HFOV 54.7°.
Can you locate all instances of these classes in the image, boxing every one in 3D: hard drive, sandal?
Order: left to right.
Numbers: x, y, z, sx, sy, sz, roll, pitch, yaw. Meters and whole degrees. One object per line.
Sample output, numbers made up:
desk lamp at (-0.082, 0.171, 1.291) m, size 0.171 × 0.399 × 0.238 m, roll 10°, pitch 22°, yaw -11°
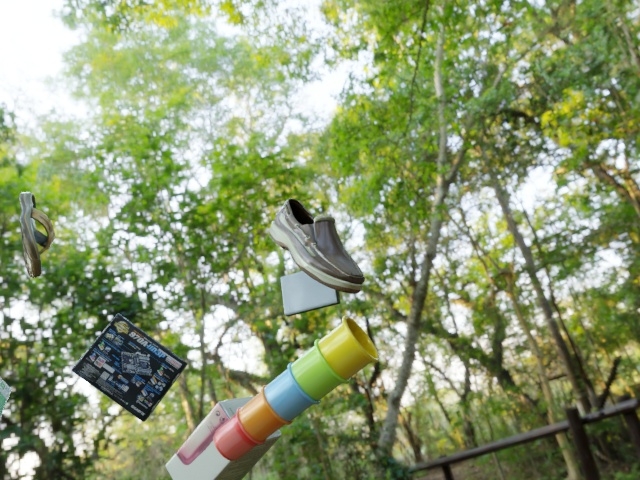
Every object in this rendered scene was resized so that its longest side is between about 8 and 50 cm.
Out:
sandal at (-0.444, -0.017, 0.973) m, size 0.049 × 0.180 × 0.072 m, roll -4°, pitch -51°, yaw -24°
hard drive at (-0.023, 0.113, 1.408) m, size 0.135 × 0.094 × 0.022 m, roll -17°, pitch -22°, yaw 23°

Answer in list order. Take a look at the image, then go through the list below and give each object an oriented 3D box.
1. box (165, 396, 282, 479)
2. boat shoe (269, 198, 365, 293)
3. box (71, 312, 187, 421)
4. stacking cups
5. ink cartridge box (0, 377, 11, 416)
box at (-0.233, 0.503, 1.489) m, size 0.232 × 0.127 × 0.149 m, roll -50°, pitch -28°, yaw 15°
boat shoe at (-0.006, -0.001, 1.115) m, size 0.095 × 0.257 × 0.095 m, roll 6°, pitch -68°, yaw -44°
box at (-0.470, 0.315, 1.537) m, size 0.175 × 0.220 × 0.051 m, roll -55°, pitch 4°, yaw -20°
stacking cups at (-0.050, 0.256, 1.060) m, size 0.316 × 0.096 × 0.096 m, roll -38°, pitch -26°, yaw 12°
ink cartridge box at (-0.594, 0.196, 0.980) m, size 0.056 × 0.224 × 0.181 m, roll -39°, pitch 15°, yaw -15°
